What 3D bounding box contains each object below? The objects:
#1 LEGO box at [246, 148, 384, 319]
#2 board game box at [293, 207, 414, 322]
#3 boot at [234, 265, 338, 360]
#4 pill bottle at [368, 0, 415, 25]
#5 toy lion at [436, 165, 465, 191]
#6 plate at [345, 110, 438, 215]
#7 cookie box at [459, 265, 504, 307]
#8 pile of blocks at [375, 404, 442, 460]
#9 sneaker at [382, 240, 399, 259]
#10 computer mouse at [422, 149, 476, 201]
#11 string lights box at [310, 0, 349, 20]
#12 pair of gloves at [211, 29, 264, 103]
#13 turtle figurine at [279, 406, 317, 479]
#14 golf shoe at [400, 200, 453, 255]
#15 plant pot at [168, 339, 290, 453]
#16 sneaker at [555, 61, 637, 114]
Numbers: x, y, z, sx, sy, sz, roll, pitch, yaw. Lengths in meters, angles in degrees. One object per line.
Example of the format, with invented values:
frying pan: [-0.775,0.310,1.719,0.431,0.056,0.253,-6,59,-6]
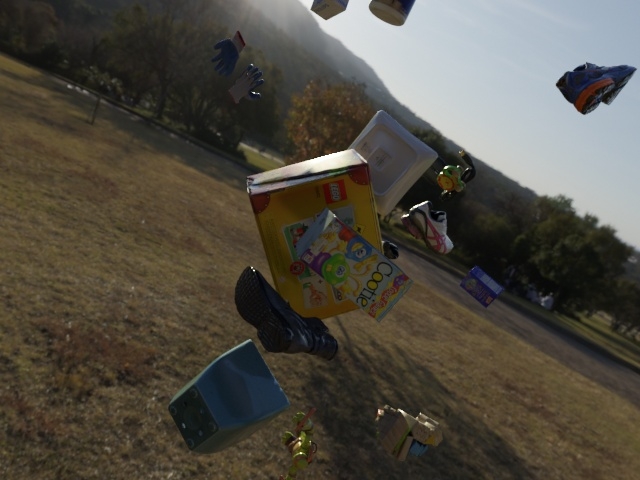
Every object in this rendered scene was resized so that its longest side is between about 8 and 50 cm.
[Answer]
LEGO box: [0.000,0.000,1.621,0.372,0.501,0.193,-15,26,-5]
board game box: [0.083,0.062,1.290,0.275,0.142,0.144,39,5,-15]
boot: [-0.104,0.218,1.415,0.222,0.118,0.338,21,24,-41]
pill bottle: [0.296,-0.942,1.789,0.153,0.265,0.153,25,11,-5]
toy lion: [0.433,-0.206,1.641,0.096,0.034,0.100,21,-36,41]
plate: [0.209,-0.272,1.682,0.278,0.277,0.045,45,11,21]
cookie box: [0.491,0.142,1.498,0.107,0.040,0.092,44,-27,18]
pile of blocks: [0.272,0.640,1.638,0.112,0.149,0.362,17,-11,47]
sneaker: [0.284,0.070,2.140,0.121,0.079,0.217,12,-22,20]
computer mouse: [0.454,-0.292,1.842,0.262,0.184,0.060,54,13,17]
string lights box: [0.064,-0.898,1.661,0.076,0.260,0.133,21,-4,-31]
pair of gloves: [-0.237,-0.483,1.398,0.023,0.159,0.198,-31,96,-42]
turtle figurine: [-0.052,0.563,1.357,0.087,0.270,0.217,17,2,-6]
golf shoe: [0.271,-0.024,1.151,0.186,0.086,0.068,32,27,-42]
plant pot: [-0.297,0.485,1.461,0.248,0.247,0.252,56,26,15]
sneaker: [0.533,-0.311,0.947,0.221,0.083,0.087,-23,61,-39]
